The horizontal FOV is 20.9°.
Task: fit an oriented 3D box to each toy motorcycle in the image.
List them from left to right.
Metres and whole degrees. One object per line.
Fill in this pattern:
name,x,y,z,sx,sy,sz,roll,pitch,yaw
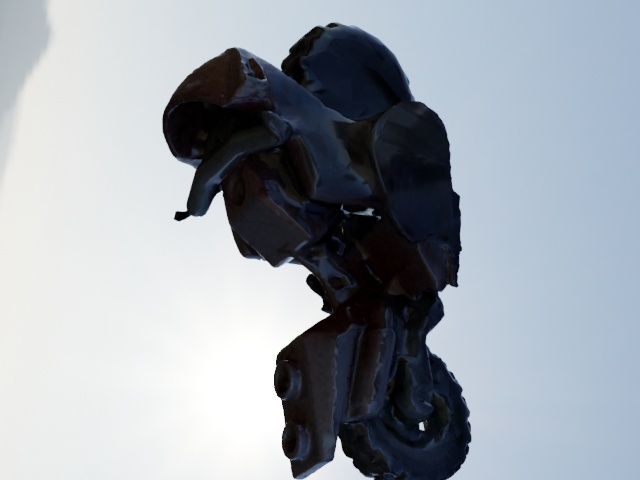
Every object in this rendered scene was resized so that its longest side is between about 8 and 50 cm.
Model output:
toy motorcycle,0.000,0.000,0.715,0.082,0.122,0.213,-44,-130,52
